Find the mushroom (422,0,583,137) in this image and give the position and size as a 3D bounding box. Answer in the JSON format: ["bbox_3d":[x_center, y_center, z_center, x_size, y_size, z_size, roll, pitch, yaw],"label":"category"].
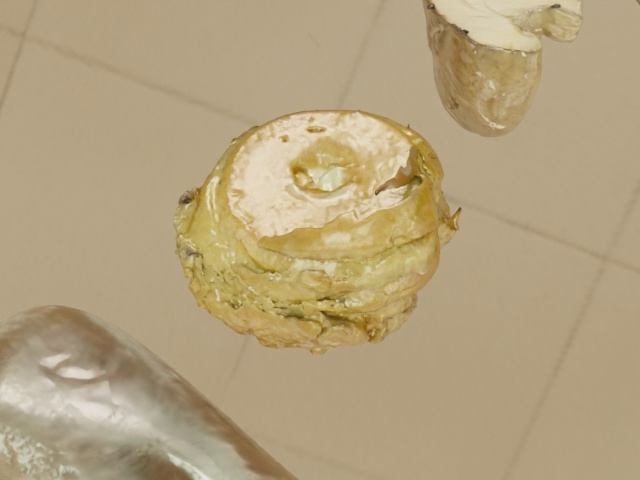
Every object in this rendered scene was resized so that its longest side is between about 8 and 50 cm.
[{"bbox_3d":[0.171,-0.188,1.587,0.156,0.285,0.151,7,123,7],"label":"mushroom"}]

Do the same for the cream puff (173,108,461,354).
[{"bbox_3d":[0.000,0.000,0.775,0.133,0.119,0.104,-32,141,-12],"label":"cream puff"}]

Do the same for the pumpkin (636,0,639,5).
[{"bbox_3d":[0.280,-0.166,0.746,0.320,0.192,0.320,20,126,30],"label":"pumpkin"}]

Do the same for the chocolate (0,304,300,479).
[{"bbox_3d":[-0.113,0.131,0.966,0.254,0.157,0.080,38,140,10],"label":"chocolate"}]
